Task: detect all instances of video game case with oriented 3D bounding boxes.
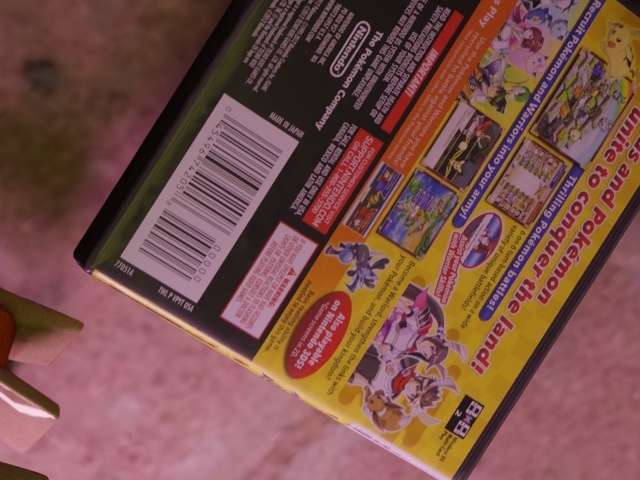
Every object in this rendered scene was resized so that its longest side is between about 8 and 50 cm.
[{"bbox_3d":[0.047,-0.042,1.013,0.248,0.035,0.275,32,91,-22],"label":"video game case"}]

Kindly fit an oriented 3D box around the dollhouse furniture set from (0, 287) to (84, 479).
[{"bbox_3d":[-0.250,0.164,0.955,0.135,0.262,0.259,28,135,-19],"label":"dollhouse furniture set"}]
